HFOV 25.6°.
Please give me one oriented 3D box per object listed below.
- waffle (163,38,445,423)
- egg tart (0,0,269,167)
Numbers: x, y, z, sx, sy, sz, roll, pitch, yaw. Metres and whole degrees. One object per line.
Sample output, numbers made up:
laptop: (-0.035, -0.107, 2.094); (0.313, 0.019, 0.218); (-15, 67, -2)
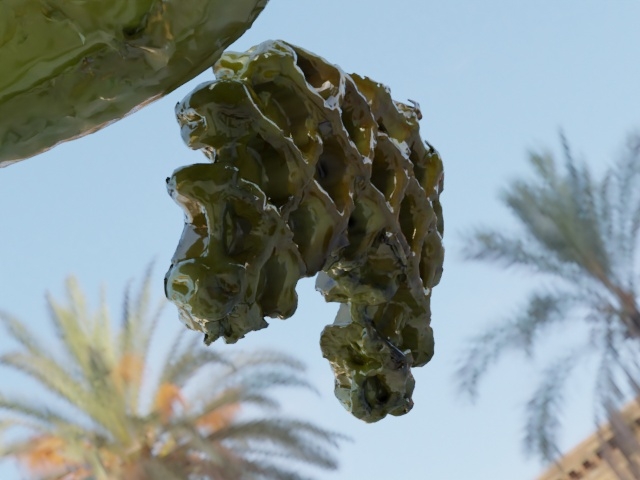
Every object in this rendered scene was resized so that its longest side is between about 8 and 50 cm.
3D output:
waffle: (0.003, 0.000, 0.578); (0.051, 0.148, 0.194); (-1, -8, 27)
egg tart: (-0.172, -0.127, 0.395); (0.345, 0.132, 0.345); (-11, -21, -4)
